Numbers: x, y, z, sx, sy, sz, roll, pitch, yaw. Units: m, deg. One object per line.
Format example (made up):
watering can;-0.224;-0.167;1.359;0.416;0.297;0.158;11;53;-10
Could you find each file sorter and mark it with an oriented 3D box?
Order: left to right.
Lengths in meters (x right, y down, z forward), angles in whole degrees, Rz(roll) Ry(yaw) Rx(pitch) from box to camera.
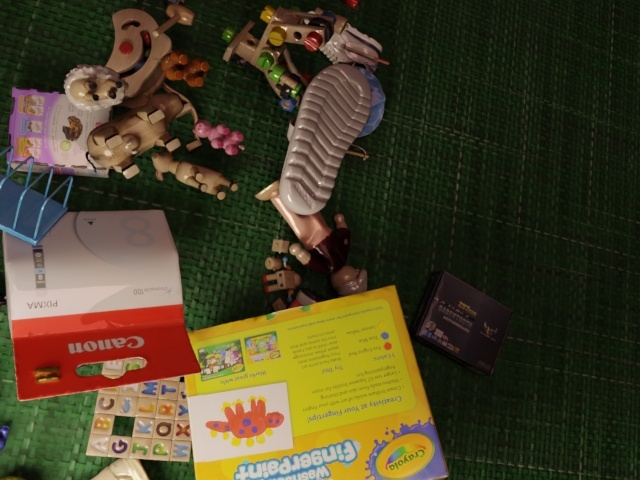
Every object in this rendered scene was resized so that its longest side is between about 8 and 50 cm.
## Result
file sorter;-0.560;-0.096;1.077;0.170;0.104;0.118;28;36;-9

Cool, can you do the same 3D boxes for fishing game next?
fishing game;0.078;-0.349;1.478;0.189;0.041;0.264;16;91;-17

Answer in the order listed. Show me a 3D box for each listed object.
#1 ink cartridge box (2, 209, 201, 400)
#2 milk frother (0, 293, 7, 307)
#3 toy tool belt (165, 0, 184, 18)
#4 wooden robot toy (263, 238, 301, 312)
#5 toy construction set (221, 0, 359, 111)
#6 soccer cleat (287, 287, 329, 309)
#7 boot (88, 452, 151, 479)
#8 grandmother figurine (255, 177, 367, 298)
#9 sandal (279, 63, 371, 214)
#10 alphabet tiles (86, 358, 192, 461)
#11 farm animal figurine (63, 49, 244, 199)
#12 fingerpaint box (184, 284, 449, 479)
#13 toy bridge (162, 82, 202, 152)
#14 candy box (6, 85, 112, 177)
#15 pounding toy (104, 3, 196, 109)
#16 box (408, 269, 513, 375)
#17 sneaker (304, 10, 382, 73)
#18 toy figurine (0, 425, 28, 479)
ink cartridge box;-0.409;0.093;1.096;0.308;0.091;0.385;-2;42;-30
milk frother;-0.652;0.068;1.157;0.134;0.129;0.143;59;25;-2
toy tool belt;-0.346;-0.573;1.395;0.052;0.051;0.083;21;74;-14
wooden robot toy;-0.082;0.085;1.371;0.079;0.076;0.173;6;75;-54
toy construction set;-0.089;-0.488;1.365;0.237;0.257;0.309;32;81;-1
soccer cleat;0.058;0.233;1.371;0.318;0.108;0.116;33;95;-15
boot;-0.396;0.573;1.137;0.203;0.095;0.262;-25;82;-23
grandmother figurine;0.000;0.000;1.387;0.208;0.104;0.342;-37;95;-36
sandal;-0.008;-0.246;1.378;0.169;0.102;0.416;36;63;-24
alphabet tiles;-0.354;0.324;1.214;0.198;0.009;0.237;10;61;-17
farm animal figurine;-0.339;-0.225;1.238;0.327;0.172;0.330;-22;121;-29
fingerpaint box;-0.021;0.328;1.162;0.445;0.163;0.371;-14;66;-1
toy bridge;-0.326;-0.298;1.365;0.063;0.026;0.188;-31;91;-22
candy box;-0.546;-0.226;1.251;0.196;0.070;0.164;3;79;-18
pounding toy;-0.407;-0.429;1.280;0.154;0.155;0.269;30;77;6
box;0.356;0.209;1.489;0.233;0.059;0.183;31;70;-12
sneaker;0.043;-0.497;1.503;0.235;0.090;0.094;22;83;-13
toy figurine;-0.645;0.352;1.050;0.363;0.191;0.217;20;67;-10
